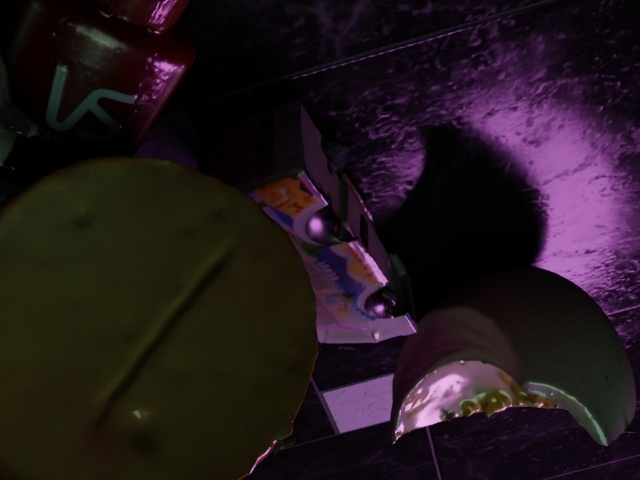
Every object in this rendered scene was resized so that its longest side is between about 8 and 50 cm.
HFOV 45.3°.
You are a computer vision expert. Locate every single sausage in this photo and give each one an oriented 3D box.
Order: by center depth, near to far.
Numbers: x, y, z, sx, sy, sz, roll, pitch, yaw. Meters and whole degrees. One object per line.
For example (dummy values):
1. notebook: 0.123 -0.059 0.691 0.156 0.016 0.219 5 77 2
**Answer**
1. sausage: -0.130 0.090 0.579 0.233 0.233 0.287 -5 163 -10

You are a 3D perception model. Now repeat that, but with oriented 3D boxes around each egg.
1. egg: 0.195 0.110 0.811 0.271 0.161 0.206 -7 -171 46

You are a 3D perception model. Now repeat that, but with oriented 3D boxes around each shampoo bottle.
1. shampoo bottle: -0.177 -0.094 0.540 0.118 0.076 0.314 21 129 -30

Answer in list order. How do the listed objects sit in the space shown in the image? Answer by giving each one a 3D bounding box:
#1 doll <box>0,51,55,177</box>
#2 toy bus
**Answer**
1. doll: -0.244 -0.125 0.440 0.149 0.095 0.192 -2 121 0
2. toy bus: 0.000 0.001 0.686 0.112 0.090 0.274 -18 140 15
